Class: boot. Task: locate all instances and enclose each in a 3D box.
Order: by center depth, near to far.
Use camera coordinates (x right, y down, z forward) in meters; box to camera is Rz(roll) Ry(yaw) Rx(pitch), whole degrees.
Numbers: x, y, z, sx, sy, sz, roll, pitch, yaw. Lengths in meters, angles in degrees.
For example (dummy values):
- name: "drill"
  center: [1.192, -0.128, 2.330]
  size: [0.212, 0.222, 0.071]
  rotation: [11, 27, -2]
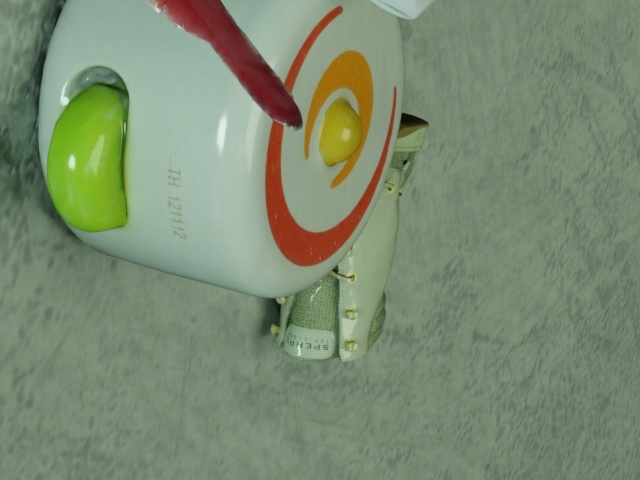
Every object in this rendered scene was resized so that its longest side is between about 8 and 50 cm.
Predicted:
- name: "boot"
  center: [0.000, 0.000, 1.270]
  size: [0.213, 0.077, 0.165]
  rotation: [-16, 119, -65]

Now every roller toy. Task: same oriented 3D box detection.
- name: "roller toy"
  center: [-0.043, -0.073, 1.063]
  size: [0.209, 0.146, 0.191]
  rotation: [-68, 154, -15]

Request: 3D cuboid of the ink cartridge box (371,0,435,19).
- name: "ink cartridge box"
  center: [0.080, -0.249, 0.955]
  size: [0.189, 0.066, 0.232]
  rotation: [-44, 154, -31]

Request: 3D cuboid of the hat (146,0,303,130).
- name: "hat"
  center: [-0.073, -0.180, 0.864]
  size: [0.173, 0.183, 0.208]
  rotation: [-52, 144, -61]
